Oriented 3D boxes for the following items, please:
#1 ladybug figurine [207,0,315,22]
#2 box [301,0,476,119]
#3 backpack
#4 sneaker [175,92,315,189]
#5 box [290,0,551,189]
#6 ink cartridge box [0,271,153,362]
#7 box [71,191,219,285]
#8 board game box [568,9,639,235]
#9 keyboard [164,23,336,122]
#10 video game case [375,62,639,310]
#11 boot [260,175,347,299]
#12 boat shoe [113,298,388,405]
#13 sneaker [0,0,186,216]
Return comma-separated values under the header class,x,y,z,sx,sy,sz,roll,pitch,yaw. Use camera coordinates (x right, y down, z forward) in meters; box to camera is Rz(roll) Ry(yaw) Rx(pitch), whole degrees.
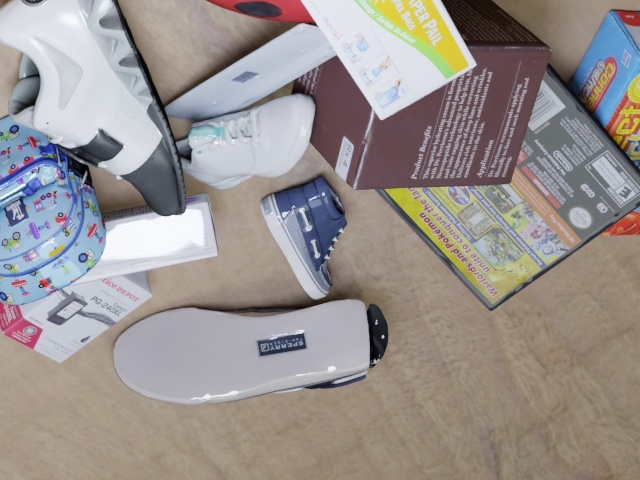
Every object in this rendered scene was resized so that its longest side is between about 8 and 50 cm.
class,x,y,z,sx,sy,sz,roll,pitch,yaw
ladybug figurine,0.043,-0.327,1.631,0.449,0.162,0.305,-17,143,-9
box,0.043,-0.221,1.529,0.103,0.114,0.203,-30,141,7
backpack,-0.310,-0.028,1.796,0.158,0.173,0.117,-25,143,3
sneaker,-0.093,-0.107,1.848,0.094,0.080,0.212,17,154,-33
box,0.102,-0.166,1.823,0.203,0.167,0.168,-2,122,-29
ink cartridge box,-0.288,0.063,2.009,0.150,0.063,0.109,-36,141,15
box,-0.276,0.013,1.898,0.324,0.063,0.067,-12,103,-2
board game box,0.434,-0.139,2.135,0.302,0.086,0.308,-3,138,-26
keyboard,-0.071,-0.171,1.797,0.072,0.014,0.256,14,155,-36
video game case,0.212,-0.081,2.023,0.248,0.035,0.275,-37,112,18
boot,0.000,0.000,2.081,0.086,0.069,0.190,-22,143,7
boat shoe,-0.086,0.153,2.187,0.341,0.127,0.158,-3,164,-2
sneaker,-0.236,-0.137,1.756,0.146,0.122,0.330,-23,133,-1
